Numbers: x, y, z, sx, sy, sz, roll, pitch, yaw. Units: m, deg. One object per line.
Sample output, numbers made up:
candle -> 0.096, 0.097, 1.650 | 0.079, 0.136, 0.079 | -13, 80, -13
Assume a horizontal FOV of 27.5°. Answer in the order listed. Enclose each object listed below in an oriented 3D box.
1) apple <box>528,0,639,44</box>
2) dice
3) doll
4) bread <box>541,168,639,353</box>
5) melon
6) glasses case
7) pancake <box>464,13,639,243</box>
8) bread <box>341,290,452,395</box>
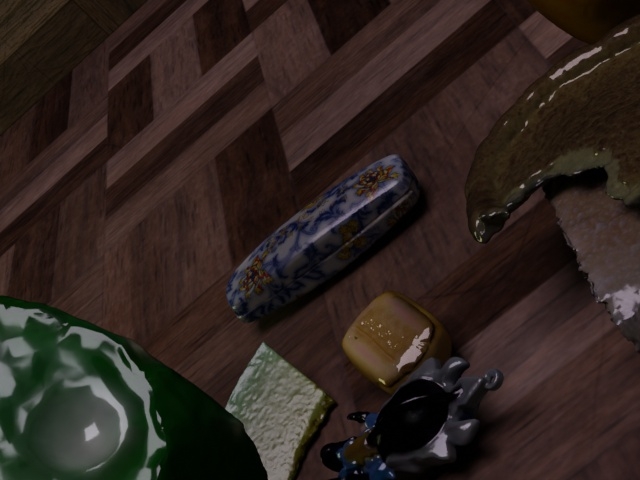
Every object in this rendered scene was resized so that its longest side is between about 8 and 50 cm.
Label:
apple -> 0.286, -0.303, 1.172 | 0.286, 0.286, 0.233 | -23, 51, 39
dice -> -0.228, 0.239, 1.026 | 0.297, 0.287, 0.300 | 20, 60, 20
doll -> 0.073, 0.154, 1.063 | 0.195, 0.070, 0.096 | -37, 41, 33
bread -> 0.275, -0.031, 0.996 | 0.183, 0.102, 0.337 | -34, 25, 14
melon -> -0.056, 0.217, 1.214 | 0.114, 0.053, 0.261 | -1, 51, 31
glasses case -> 0.000, 0.000, 1.399 | 0.248, 0.065, 0.087 | -36, 29, 17
pancake -> 0.228, -0.095, 1.013 | 0.286, 0.033, 0.288 | -39, 21, 5
bread -> 0.073, 0.096, 1.160 | 0.082, 0.056, 0.115 | -52, 31, -5
